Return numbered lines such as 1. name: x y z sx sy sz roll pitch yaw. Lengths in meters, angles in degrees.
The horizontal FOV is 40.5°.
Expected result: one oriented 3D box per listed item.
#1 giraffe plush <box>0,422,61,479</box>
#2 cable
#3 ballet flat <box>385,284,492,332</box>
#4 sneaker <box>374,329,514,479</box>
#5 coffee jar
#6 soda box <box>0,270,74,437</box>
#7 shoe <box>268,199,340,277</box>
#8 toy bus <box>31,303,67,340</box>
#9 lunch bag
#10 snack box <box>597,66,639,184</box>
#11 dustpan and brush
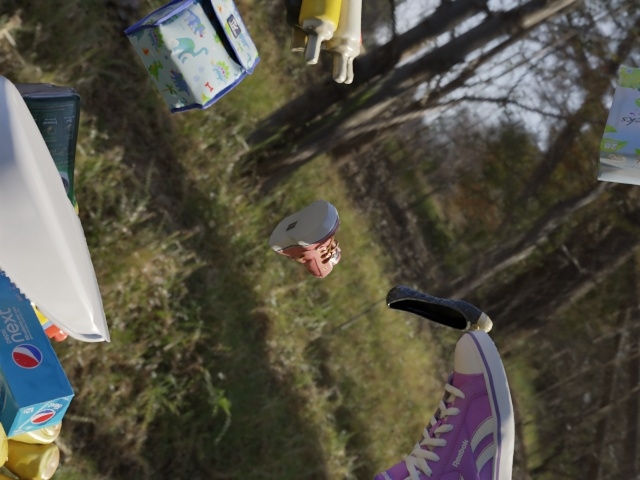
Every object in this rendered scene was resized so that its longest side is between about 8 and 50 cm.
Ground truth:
1. giraffe plush: -0.470 0.266 1.131 0.210 0.170 0.181 48 57 -52
2. cable: 0.019 -0.282 0.773 0.139 0.072 0.287 0 98 -73
3. ballet flat: 0.186 0.117 1.381 0.049 0.173 0.057 -61 163 -50
4. sneaker: 0.147 0.252 1.062 0.102 0.161 0.282 159 -70 -83
5. coffee jar: -0.331 -0.086 1.007 0.079 0.096 0.184 24 -65 41
6. soda box: -0.382 0.130 1.064 0.071 0.067 0.210 -9 54 -42
7. shoe: 0.000 0.000 1.143 0.081 0.063 0.178 34 -20 -16
8. toy bus: -0.477 0.064 1.341 0.220 0.149 0.211 42 -14 53
9. lunch bag: -0.154 -0.258 1.137 0.096 0.151 0.129 1 -54 44
10. snack box: 0.531 -0.173 1.327 0.070 0.174 0.207 73 33 -47
11. dustpan and brush: -0.176 -0.053 0.424 0.147 0.060 0.211 -123 -165 -51
